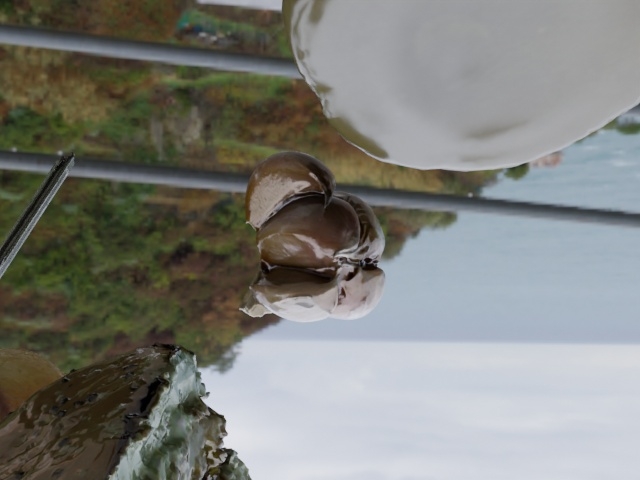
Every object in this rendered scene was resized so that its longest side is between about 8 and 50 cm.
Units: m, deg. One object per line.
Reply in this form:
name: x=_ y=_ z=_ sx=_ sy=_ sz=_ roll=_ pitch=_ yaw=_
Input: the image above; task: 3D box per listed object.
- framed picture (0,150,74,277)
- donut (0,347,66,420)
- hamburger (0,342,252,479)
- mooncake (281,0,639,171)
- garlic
framed picture: x=-0.308 y=-0.004 z=0.939 sx=0.014 sy=0.197 sz=0.252 roll=33 pitch=174 yaw=-14
donut: x=-0.430 y=0.320 z=1.290 sx=0.164 sy=0.377 sz=0.435 roll=-7 pitch=163 yaw=-42
hamburger: x=-0.203 y=0.244 z=0.739 sx=0.277 sy=0.195 sz=0.318 roll=-24 pitch=-162 yaw=12
mooncake: x=0.179 y=-0.300 z=1.013 sx=0.467 sy=0.262 sz=0.467 roll=-7 pitch=145 yaw=-5
garlic: x=0.000 y=0.000 z=1.168 sx=0.191 sy=0.214 sz=0.160 roll=-11 pitch=163 yaw=41
